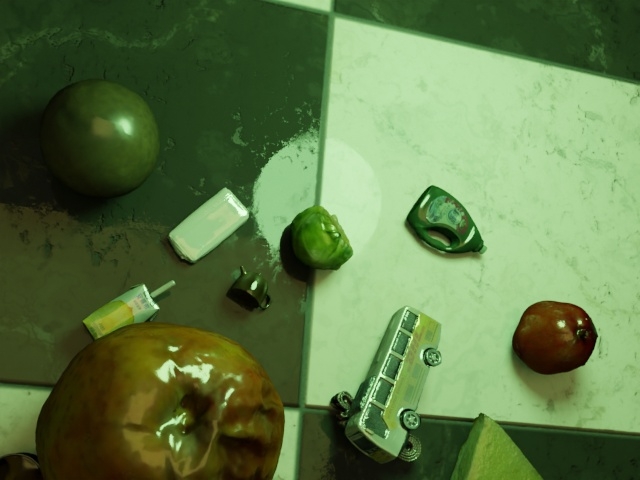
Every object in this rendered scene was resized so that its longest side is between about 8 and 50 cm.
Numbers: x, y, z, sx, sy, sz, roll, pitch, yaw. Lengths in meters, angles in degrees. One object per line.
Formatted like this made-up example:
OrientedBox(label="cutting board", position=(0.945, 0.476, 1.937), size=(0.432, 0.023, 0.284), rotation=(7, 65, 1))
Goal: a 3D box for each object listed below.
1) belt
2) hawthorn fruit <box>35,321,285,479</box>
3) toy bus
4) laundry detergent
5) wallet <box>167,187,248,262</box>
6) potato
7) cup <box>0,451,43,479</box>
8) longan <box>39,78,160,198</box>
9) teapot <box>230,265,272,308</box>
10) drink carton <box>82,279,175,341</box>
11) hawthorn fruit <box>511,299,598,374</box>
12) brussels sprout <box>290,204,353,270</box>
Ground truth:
OrientedBox(label="belt", position=(0.121, 0.423, 1.585), size=(0.232, 0.053, 0.071), rotation=(34, 71, -6))
OrientedBox(label="hawthorn fruit", position=(-0.278, 0.360, 1.287), size=(0.471, 0.472, 0.472), rotation=(4, 75, -15))
OrientedBox(label="toy bus", position=(0.171, 0.312, 1.569), size=(0.138, 0.097, 0.343), rotation=(32, 58, -6))
OrientedBox(label="laundry detergent", position=(0.321, -0.029, 1.753), size=(0.211, 0.063, 0.137), rotation=(40, 71, -6))
OrientedBox(label="wallet", position=(-0.253, -0.031, 1.600), size=(0.095, 0.033, 0.190), rotation=(46, 68, 0))
OrientedBox(label="potato", position=(0.356, 0.570, 1.589), size=(0.255, 0.112, 0.269), rotation=(-39, 86, -17))
OrientedBox(label="cup", position=(-0.584, 0.446, 1.328), size=(0.150, 0.138, 0.113), rotation=(39, 69, -4))
OrientedBox(label="longan", position=(-0.458, -0.214, 1.482), size=(0.257, 0.258, 0.258), rotation=(4, 75, -15))
OrientedBox(label="teapot", position=(-0.147, 0.106, 1.578), size=(0.121, 0.076, 0.068), rotation=(48, 57, -29))
OrientedBox(label="drink carton", position=(-0.397, 0.144, 1.492), size=(0.200, 0.074, 0.084), rotation=(-32, 88, -22))
OrientedBox(label="hawthorn fruit", position=(0.568, 0.232, 1.684), size=(0.185, 0.202, 0.185), rotation=(6, 76, -23))
OrientedBox(label="brussels sprout", position=(-0.003, 0.003, 1.618), size=(0.122, 0.152, 0.149), rotation=(-30, 114, 8))
